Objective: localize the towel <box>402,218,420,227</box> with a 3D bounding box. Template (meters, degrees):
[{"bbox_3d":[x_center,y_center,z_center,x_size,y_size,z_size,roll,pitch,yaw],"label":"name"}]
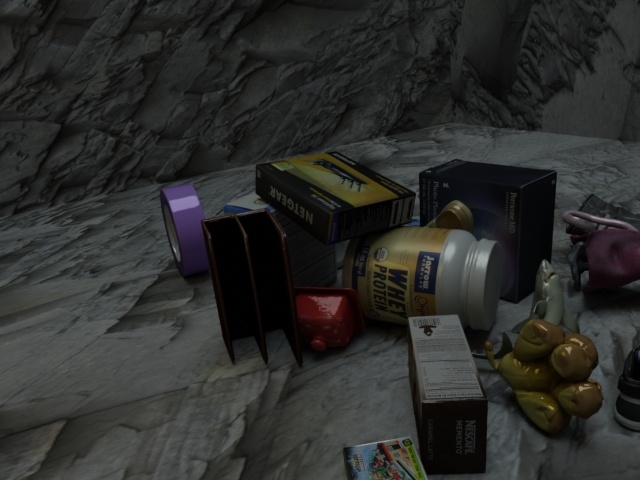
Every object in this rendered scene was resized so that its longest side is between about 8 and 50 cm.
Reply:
[{"bbox_3d":[0.291,-0.056,1.821,0.119,0.029,0.067,-3,20,8],"label":"towel"}]

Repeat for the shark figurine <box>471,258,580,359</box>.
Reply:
[{"bbox_3d":[0.424,0.188,1.085,0.278,0.166,0.116,-42,11,-30],"label":"shark figurine"}]

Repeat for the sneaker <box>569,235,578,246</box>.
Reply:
[{"bbox_3d":[0.796,-0.011,1.488,0.161,0.075,0.057,10,26,37],"label":"sneaker"}]

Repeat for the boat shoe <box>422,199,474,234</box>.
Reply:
[{"bbox_3d":[0.290,0.021,1.311,0.089,0.285,0.104,-22,57,-32],"label":"boat shoe"}]

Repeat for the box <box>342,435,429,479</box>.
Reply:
[{"bbox_3d":[0.102,0.368,0.737,0.114,0.036,0.207,-8,21,-4],"label":"box"}]

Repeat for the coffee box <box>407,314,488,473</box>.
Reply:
[{"bbox_3d":[0.205,0.247,0.884,0.098,0.141,0.246,-4,22,6],"label":"coffee box"}]

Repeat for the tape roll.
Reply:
[{"bbox_3d":[-0.414,-0.032,1.609,0.090,0.275,0.275,-15,22,-21],"label":"tape roll"}]

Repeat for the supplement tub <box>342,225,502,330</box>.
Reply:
[{"bbox_3d":[0.231,0.082,1.187,0.316,0.229,0.228,5,23,29],"label":"supplement tub"}]

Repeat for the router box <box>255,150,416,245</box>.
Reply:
[{"bbox_3d":[0.026,-0.111,1.221,0.242,0.081,0.309,-16,34,-33],"label":"router box"}]

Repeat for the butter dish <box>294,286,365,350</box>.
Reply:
[{"bbox_3d":[0.006,0.185,1.141,0.160,0.160,0.118,0,45,16],"label":"butter dish"}]

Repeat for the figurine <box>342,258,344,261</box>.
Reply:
[{"bbox_3d":[0.198,0.041,1.522,0.214,0.092,0.209,10,30,39],"label":"figurine"}]

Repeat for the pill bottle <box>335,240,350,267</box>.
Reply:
[{"bbox_3d":[0.000,0.000,1.625,0.121,0.121,0.221,-13,22,-19],"label":"pill bottle"}]

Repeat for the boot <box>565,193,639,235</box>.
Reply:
[{"bbox_3d":[0.841,-0.068,1.445,0.338,0.118,0.222,-26,51,-38],"label":"boot"}]

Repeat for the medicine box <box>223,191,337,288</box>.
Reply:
[{"bbox_3d":[-0.094,0.012,1.376,0.149,0.290,0.263,12,27,36],"label":"medicine box"}]

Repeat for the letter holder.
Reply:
[{"bbox_3d":[-0.143,0.112,1.111,0.151,0.302,0.214,-12,22,-15],"label":"letter holder"}]

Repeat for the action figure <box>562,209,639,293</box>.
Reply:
[{"bbox_3d":[0.759,0.019,1.180,0.370,0.276,0.248,-12,10,25],"label":"action figure"}]

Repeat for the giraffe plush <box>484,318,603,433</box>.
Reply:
[{"bbox_3d":[0.411,0.223,0.911,0.170,0.182,0.210,-6,-17,-30],"label":"giraffe plush"}]

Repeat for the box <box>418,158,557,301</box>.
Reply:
[{"bbox_3d":[0.422,-0.038,1.354,0.182,0.297,0.294,-22,26,-38],"label":"box"}]

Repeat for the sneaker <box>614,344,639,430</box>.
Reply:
[{"bbox_3d":[0.573,0.217,0.881,0.216,0.121,0.079,-22,27,-36],"label":"sneaker"}]
